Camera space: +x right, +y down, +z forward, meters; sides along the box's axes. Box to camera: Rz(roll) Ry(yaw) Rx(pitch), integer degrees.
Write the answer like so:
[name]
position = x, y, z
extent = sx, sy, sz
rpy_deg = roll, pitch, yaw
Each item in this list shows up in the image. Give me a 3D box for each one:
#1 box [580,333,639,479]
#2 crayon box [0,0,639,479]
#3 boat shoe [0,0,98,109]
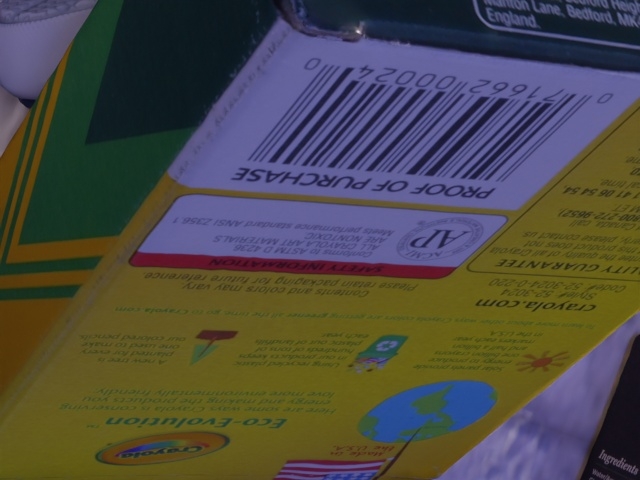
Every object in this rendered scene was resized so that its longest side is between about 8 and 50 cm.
[box]
position = 0.188, 0.143, 0.839
extent = 0.156, 0.093, 0.158
rpy_deg = 22, 89, -30
[crayon box]
position = 0.000, 0.000, 0.637
extent = 0.202, 0.318, 0.081
rpy_deg = 4, 58, -30
[boat shoe]
position = 0.030, -0.082, 0.697
extent = 0.302, 0.109, 0.094
rpy_deg = -19, 112, -26
